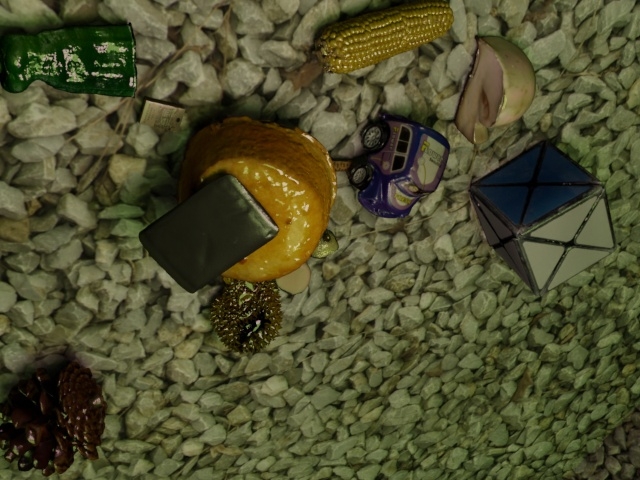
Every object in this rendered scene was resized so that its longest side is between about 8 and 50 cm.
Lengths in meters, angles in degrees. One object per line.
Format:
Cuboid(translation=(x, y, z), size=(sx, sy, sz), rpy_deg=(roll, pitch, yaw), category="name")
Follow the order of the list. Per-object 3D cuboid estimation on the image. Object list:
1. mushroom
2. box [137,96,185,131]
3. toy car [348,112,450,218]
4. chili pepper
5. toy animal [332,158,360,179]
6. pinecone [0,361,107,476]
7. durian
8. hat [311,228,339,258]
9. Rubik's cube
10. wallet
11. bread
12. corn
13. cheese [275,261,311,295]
Cuboid(translation=(0.437, -0.330, 1.725), size=(0.173, 0.162, 0.236), rpy_deg=(-4, 126, -21), category="mushroom")
Cuboid(translation=(-0.321, -0.254, 1.511), size=(0.083, 0.024, 0.053), rpy_deg=(9, 119, -28), category="box")
Cuboid(translation=(0.189, -0.162, 1.699), size=(0.172, 0.158, 0.235), rpy_deg=(21, 87, -40), category="toy car")
Cuboid(translation=(-0.469, -0.320, 1.346), size=(0.271, 0.099, 0.136), rpy_deg=(-7, 134, -26), category="chili pepper")
Cuboid(translation=(-0.041, -0.151, 1.699), size=(0.276, 0.054, 0.149), rpy_deg=(-25, 132, -9), category="toy animal")
Cuboid(translation=(-0.617, 0.416, 1.710), size=(0.264, 0.264, 0.264), rpy_deg=(-13, 127, -17), category="pinecone")
Cuboid(translation=(-0.173, 0.177, 1.812), size=(0.193, 0.137, 0.237), rpy_deg=(-31, 130, -2), category="durian")
Cuboid(translation=(0.001, 0.000, 1.806), size=(0.076, 0.077, 0.059), rpy_deg=(-21, 129, -9), category="hat")
Cuboid(translation=(0.569, -0.056, 1.925), size=(0.260, 0.259, 0.254), rpy_deg=(-29, 129, 1), category="Rubik's cube")
Cuboid(translation=(-0.216, -0.014, 1.464), size=(0.245, 0.052, 0.168), rpy_deg=(-32, 111, 19), category="wallet")
Cuboid(translation=(-0.146, -0.073, 1.561), size=(0.337, 0.204, 0.358), rpy_deg=(16, 127, -2), category="bread")
Cuboid(translation=(0.135, -0.427, 1.552), size=(0.305, 0.106, 0.106), rpy_deg=(-21, 129, -12), category="corn")
Cuboid(translation=(-0.080, 0.064, 1.834), size=(0.092, 0.047, 0.171), rpy_deg=(-32, 131, -5), category="cheese")
